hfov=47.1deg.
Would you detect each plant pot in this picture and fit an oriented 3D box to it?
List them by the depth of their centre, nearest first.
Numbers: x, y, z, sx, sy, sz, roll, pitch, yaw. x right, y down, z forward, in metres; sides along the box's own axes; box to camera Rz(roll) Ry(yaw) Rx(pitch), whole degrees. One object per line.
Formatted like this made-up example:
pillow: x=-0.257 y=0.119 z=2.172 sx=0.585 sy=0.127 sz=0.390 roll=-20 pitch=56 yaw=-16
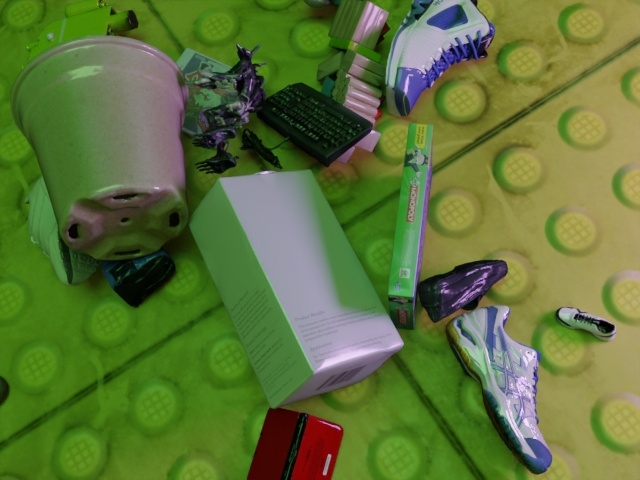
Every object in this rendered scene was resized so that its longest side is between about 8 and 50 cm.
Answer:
plant pot: x=-0.378 y=-0.146 z=1.349 sx=0.334 sy=0.333 sz=0.305 roll=-19 pitch=60 yaw=-1

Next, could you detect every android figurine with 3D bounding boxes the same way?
android figurine: x=-0.537 y=-0.429 z=1.625 sx=0.273 sy=0.056 sz=0.248 roll=-7 pitch=61 yaw=16

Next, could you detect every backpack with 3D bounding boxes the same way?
backpack: x=-0.351 y=0.048 z=1.419 sx=0.120 sy=0.098 sz=0.101 roll=-36 pitch=64 yaw=-6

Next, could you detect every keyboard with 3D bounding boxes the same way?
keyboard: x=-0.051 y=-0.219 z=1.443 sx=0.201 sy=0.033 sz=0.317 roll=-39 pitch=38 yaw=-8

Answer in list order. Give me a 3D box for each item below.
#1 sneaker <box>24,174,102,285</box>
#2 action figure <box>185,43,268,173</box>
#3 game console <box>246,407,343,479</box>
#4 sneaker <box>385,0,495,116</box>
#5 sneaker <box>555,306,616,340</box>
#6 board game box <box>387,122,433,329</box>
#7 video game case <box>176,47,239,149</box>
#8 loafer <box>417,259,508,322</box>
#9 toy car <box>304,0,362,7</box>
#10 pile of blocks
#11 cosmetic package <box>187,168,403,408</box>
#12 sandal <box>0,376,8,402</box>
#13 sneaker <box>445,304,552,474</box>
sneaker: x=-0.514 y=-0.019 z=1.458 sx=0.129 sy=0.111 sz=0.297 roll=-41 pitch=50 yaw=19
action figure: x=-0.189 y=-0.274 z=1.441 sx=0.141 sy=0.164 sz=0.275 roll=5 pitch=55 yaw=12
game console: x=-0.044 y=0.380 z=1.298 sx=0.124 sy=0.085 sz=0.144 roll=23 pitch=71 yaw=-18
sneaker: x=0.254 y=-0.400 z=1.507 sx=0.182 sy=0.127 sz=0.315 roll=17 pitch=70 yaw=15
sneaker: x=0.476 y=0.143 z=1.312 sx=0.109 sy=0.043 sz=0.040 roll=19 pitch=74 yaw=15
board game box: x=0.164 y=-0.019 z=1.322 sx=0.046 sy=0.213 sz=0.317 roll=6 pitch=70 yaw=9
video game case: x=-0.256 y=-0.309 z=1.588 sx=0.201 sy=0.023 sz=0.183 roll=27 pitch=74 yaw=16
loafer: x=0.258 y=0.085 z=1.309 sx=0.223 sy=0.076 sz=0.078 roll=-17 pitch=97 yaw=-40
toy car: x=0.047 y=-0.575 z=1.597 sx=0.136 sy=0.159 sz=0.182 roll=32 pitch=35 yaw=-23
pile of blocks: x=0.075 y=-0.322 z=1.525 sx=0.113 sy=0.149 sz=0.362 roll=16 pitch=77 yaw=-33
cosmetic package: x=-0.050 y=0.071 z=1.290 sx=0.217 sy=0.156 sz=0.384 roll=-8 pitch=61 yaw=-39
sandal: x=-0.705 y=0.268 z=1.394 sx=0.220 sy=0.060 sz=0.089 roll=13 pitch=71 yaw=11
sneaker: x=0.333 y=0.243 z=1.254 sx=0.131 sy=0.112 sz=0.296 roll=-24 pitch=69 yaw=-3
